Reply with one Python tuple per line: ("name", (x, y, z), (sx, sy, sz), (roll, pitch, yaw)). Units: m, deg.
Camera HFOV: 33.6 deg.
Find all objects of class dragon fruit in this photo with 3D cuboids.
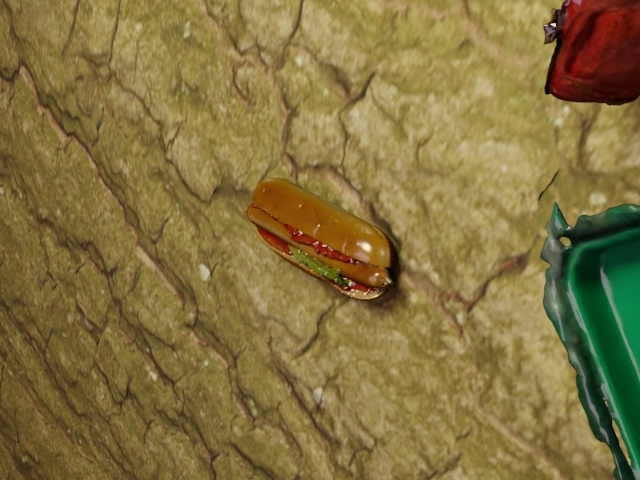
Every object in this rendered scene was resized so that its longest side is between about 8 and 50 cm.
("dragon fruit", (0.244, -0.183, 0.689), (0.148, 0.218, 0.224), (19, 83, 14))

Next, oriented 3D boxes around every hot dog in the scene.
("hot dog", (0.000, 0.000, 1.168), (0.235, 0.062, 0.092), (27, 122, 43))

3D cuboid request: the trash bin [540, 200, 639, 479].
("trash bin", (0.310, 0.001, 0.487), (0.259, 0.381, 0.295), (-23, 86, 53))
